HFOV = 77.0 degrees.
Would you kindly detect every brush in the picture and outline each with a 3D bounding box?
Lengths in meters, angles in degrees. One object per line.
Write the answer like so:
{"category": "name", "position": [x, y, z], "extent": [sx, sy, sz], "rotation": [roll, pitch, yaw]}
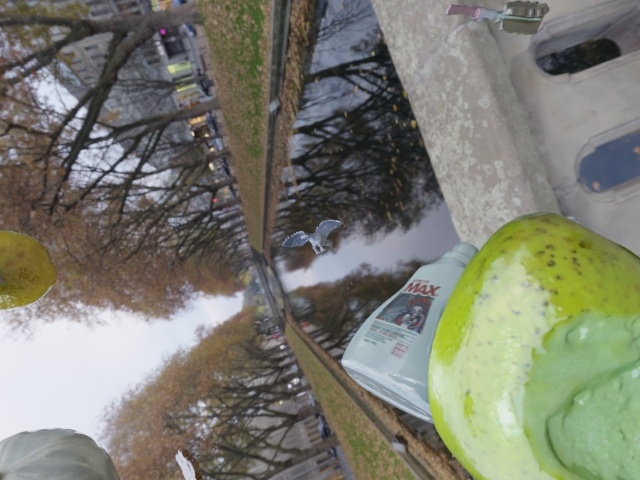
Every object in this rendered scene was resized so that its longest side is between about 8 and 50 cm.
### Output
{"category": "brush", "position": [0.477, -0.619, 1.099], "extent": [0.084, 0.301, 0.071], "rotation": [107, 156, -55]}

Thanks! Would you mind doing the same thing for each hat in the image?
{"category": "hat", "position": [-0.342, 0.369, 0.470], "extent": [0.161, 0.232, 0.275], "rotation": [94, 162, -75]}

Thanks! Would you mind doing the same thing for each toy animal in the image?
{"category": "toy animal", "position": [0.000, 0.001, 0.474], "extent": [0.050, 0.084, 0.028], "rotation": [49, -144, -34]}

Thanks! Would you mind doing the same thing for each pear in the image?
{"category": "pear", "position": [0.251, 0.100, 0.399], "extent": [0.159, 0.292, 0.292], "rotation": [179, 72, -81]}

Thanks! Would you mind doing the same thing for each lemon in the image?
{"category": "lemon", "position": [-0.639, 0.061, 0.793], "extent": [0.170, 0.207, 0.170], "rotation": [1, 92, 59]}

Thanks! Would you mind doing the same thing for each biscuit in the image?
{"category": "biscuit", "position": [-0.285, 0.527, 0.903], "extent": [0.119, 0.019, 0.130], "rotation": [-20, 92, 50]}

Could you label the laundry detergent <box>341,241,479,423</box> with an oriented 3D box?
{"category": "laundry detergent", "position": [0.249, 0.166, 0.870], "extent": [0.264, 0.398, 0.125], "rotation": [11, 143, 48]}

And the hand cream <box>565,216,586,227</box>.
{"category": "hand cream", "position": [0.302, 0.022, 0.526], "extent": [0.061, 0.143, 0.039], "rotation": [42, 155, 6]}
